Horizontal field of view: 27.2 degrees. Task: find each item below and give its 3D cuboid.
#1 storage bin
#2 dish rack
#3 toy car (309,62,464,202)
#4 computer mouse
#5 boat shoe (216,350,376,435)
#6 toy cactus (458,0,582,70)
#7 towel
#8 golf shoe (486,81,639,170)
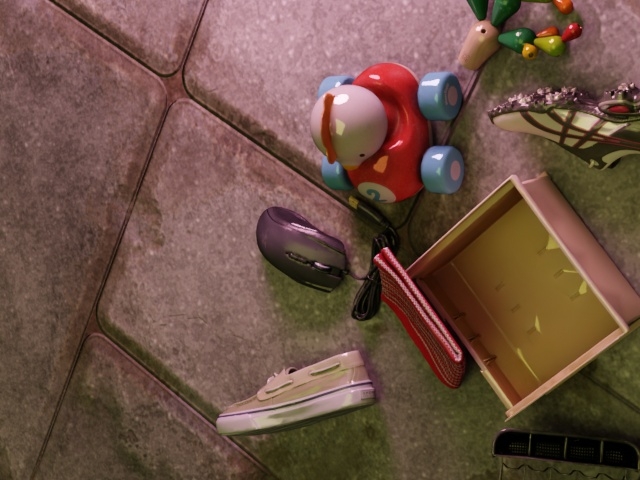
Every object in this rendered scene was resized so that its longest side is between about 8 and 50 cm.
[{"bbox_3d":[0.287,0.081,1.891,0.260,0.123,0.262,-44,75,32],"label":"storage bin"},{"bbox_3d":[0.340,0.407,1.886,0.208,0.074,0.272,5,88,9],"label":"dish rack"},{"bbox_3d":[0.058,-0.149,1.932,0.219,0.238,0.210,4,101,34],"label":"toy car"},{"bbox_3d":[0.000,0.000,2.112,0.262,0.060,0.184,35,118,24],"label":"computer mouse"},{"bbox_3d":[-0.043,0.257,2.181,0.302,0.109,0.094,-18,74,27],"label":"boat shoe"},{"bbox_3d":[0.250,-0.311,1.863,0.219,0.112,0.180,42,130,11],"label":"toy cactus"},{"bbox_3d":[0.145,0.121,1.936,0.031,0.275,0.199,-35,76,-4],"label":"towel"},{"bbox_3d":[0.355,-0.152,1.814,0.272,0.105,0.120,3,108,35],"label":"golf shoe"}]
